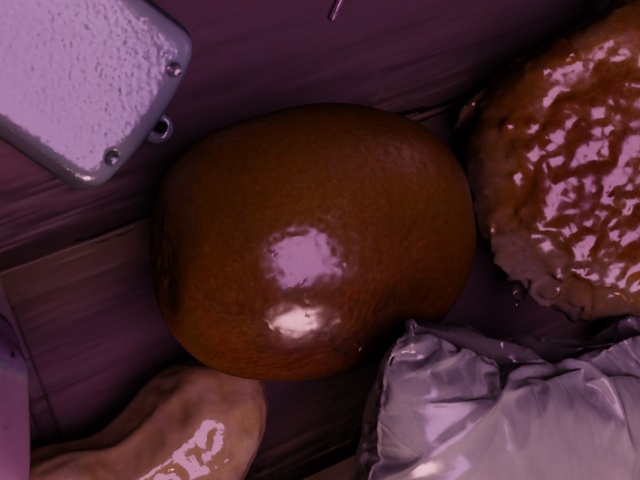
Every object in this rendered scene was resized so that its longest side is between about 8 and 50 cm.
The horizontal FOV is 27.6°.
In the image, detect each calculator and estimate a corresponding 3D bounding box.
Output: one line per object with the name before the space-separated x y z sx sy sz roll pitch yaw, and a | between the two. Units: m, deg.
calculator | -0.196 -0.138 0.873 0.246 0.045 0.141 36 85 -27

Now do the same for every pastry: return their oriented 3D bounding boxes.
pastry | 0.235 -0.057 1.021 0.257 0.121 0.235 -33 89 -1

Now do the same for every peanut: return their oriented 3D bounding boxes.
peanut | -0.152 0.175 0.923 0.274 0.111 0.125 -37 136 -17

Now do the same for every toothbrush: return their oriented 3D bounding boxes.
toothbrush | 0.028 -0.210 0.983 0.006 0.008 0.097 24 91 -13

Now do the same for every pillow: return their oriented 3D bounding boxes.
pillow | 0.121 0.200 0.927 0.283 0.138 0.310 0 103 -37

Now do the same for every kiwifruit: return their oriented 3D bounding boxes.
kiwifruit | 0.000 0.000 0.914 0.234 0.196 0.196 -9 104 -30

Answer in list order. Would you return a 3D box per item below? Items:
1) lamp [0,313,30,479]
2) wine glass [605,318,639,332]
lamp | -0.340 0.074 0.778 0.301 0.247 0.247 8 66 -33
wine glass | 0.283 0.152 1.109 0.143 0.143 0.321 18 90 -27
